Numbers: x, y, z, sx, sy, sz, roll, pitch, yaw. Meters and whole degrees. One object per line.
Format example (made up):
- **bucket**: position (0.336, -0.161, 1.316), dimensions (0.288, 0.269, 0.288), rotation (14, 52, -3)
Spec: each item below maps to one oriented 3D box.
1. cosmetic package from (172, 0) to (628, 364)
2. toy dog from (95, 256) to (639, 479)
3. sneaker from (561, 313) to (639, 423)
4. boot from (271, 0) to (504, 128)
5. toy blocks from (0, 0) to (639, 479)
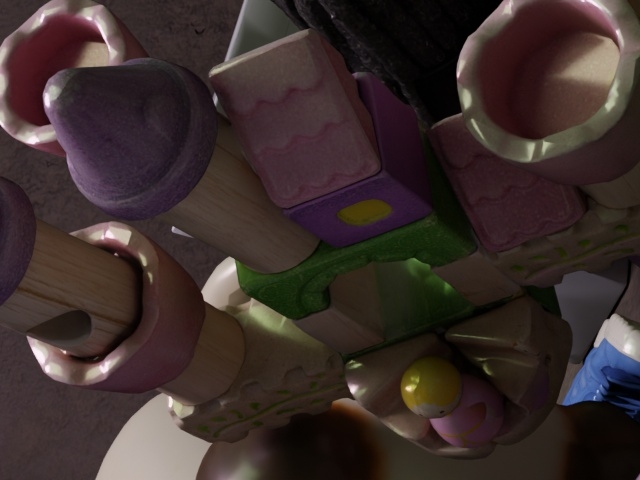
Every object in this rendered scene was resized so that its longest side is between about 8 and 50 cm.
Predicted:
- **cosmetic package**: position (0.079, -0.119, 1.313), dimensions (0.097, 0.284, 0.377), rotation (110, 175, -46)
- **toy dog**: position (0.022, 0.184, 0.983), dimensions (0.408, 0.284, 0.395), rotation (146, 134, -67)
- **sneaker**: position (0.154, 0.085, 0.963), dimensions (0.152, 0.058, 0.085), rotation (83, -151, -88)
- **boot**: position (0.107, -0.170, 1.115), dimensions (0.131, 0.260, 0.348), rotation (-12, 38, 33)
- **toy blocks**: position (0.000, 0.000, 0.661), dimensions (0.260, 0.288, 0.309), rotation (33, -138, -55)
